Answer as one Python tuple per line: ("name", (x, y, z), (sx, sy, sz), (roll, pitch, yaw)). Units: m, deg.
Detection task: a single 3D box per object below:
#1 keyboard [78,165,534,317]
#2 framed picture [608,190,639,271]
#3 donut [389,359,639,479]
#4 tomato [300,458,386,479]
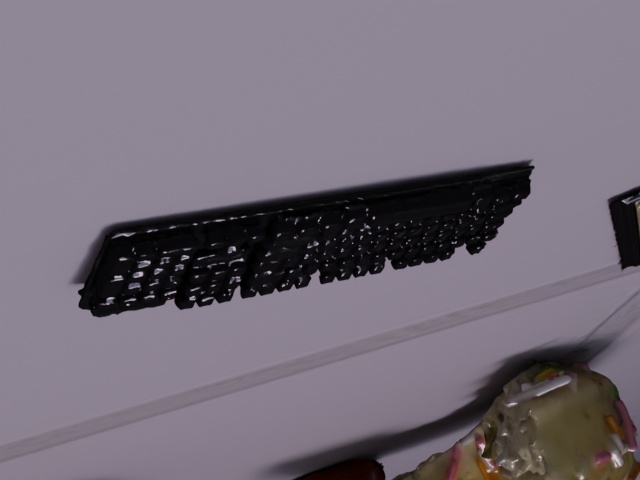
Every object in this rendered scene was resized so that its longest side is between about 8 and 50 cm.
("keyboard", (0.000, 0.001, 0.593), (0.231, 0.023, 0.072), (-10, 157, -28))
("framed picture", (0.285, -0.034, 0.806), (0.199, 0.010, 0.195), (-23, 161, 10))
("donut", (0.166, 0.271, 1.257), (0.371, 0.150, 0.307), (-41, 160, 18))
("tomato", (0.019, 0.315, 1.416), (0.139, 0.091, 0.159), (-16, 164, -9))
